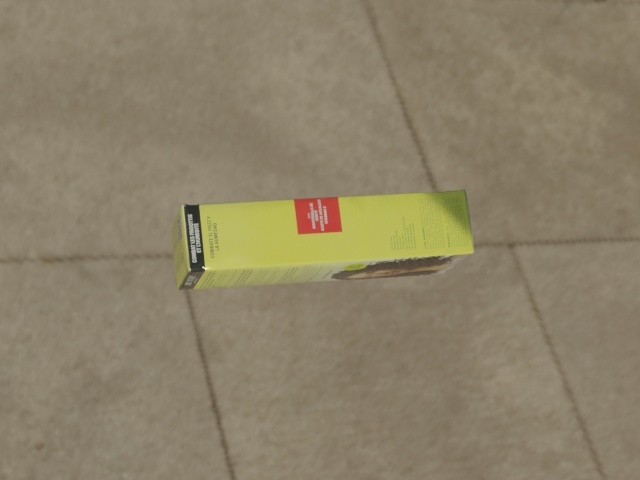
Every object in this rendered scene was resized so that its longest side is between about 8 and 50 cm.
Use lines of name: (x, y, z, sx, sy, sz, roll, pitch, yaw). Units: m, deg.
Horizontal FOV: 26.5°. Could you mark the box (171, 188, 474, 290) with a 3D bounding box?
box: (0.000, 0.000, 1.099, 0.232, 0.087, 0.058, -3, 77, -12)
